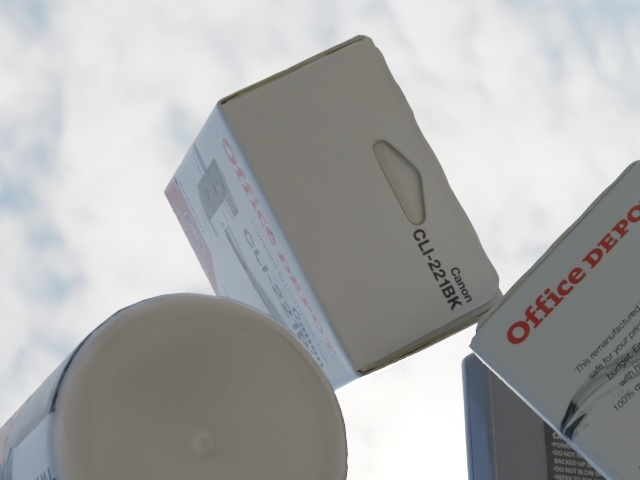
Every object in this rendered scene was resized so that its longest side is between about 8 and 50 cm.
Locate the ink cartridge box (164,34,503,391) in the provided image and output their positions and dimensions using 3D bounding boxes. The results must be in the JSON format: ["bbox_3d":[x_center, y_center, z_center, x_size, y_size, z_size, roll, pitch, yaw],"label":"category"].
[{"bbox_3d":[0.000,0.000,1.308,0.114,0.273,0.197,-26,-94,-16],"label":"ink cartridge box"}]

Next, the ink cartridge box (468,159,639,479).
[{"bbox_3d":[0.206,0.075,1.044,0.208,0.153,0.087,45,180,37],"label":"ink cartridge box"}]

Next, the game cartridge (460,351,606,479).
[{"bbox_3d":[0.239,0.170,1.449,0.297,0.062,0.198,10,-118,-26],"label":"game cartridge"}]

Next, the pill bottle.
[{"bbox_3d":[-0.089,0.119,0.882,0.130,0.245,0.130,8,-112,-20],"label":"pill bottle"}]
